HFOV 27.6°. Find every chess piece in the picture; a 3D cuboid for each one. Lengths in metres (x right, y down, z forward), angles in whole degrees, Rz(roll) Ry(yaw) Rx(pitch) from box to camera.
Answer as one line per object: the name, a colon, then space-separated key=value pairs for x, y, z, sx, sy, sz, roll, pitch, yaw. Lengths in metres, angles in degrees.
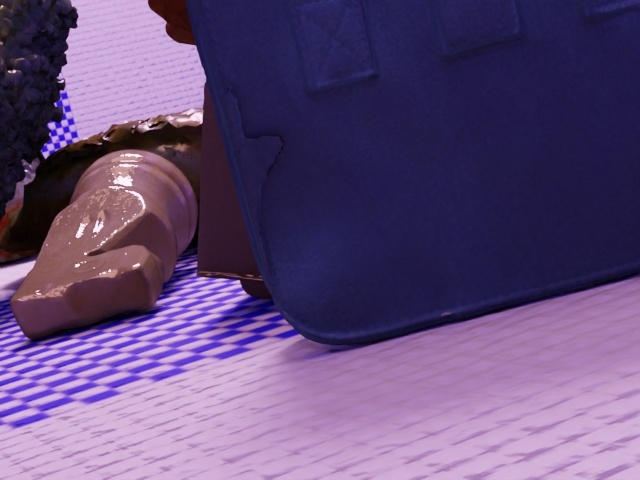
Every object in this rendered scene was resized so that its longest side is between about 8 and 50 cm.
chess piece: x=-0.135 y=0.008 z=0.839 sx=0.090 sy=0.090 sz=0.200 roll=-13 pitch=18 yaw=7

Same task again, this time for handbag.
handbag: x=0.071 y=-0.064 z=0.549 sx=0.229 sy=0.179 sz=0.062 roll=-16 pitch=7 yaw=-2

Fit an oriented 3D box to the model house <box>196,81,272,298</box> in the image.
model house: x=0.075 y=-0.061 z=0.713 sx=0.248 sy=0.176 sz=0.181 roll=4 pitch=10 yaw=10

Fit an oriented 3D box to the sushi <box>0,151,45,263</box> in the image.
sushi: x=-0.383 y=-0.040 z=1.435 sx=0.124 sy=0.130 sz=0.332 roll=-19 pitch=10 yaw=-40

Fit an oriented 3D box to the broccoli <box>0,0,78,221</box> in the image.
broccoli: x=-0.351 y=-0.077 z=0.969 sx=0.317 sy=0.339 sz=0.277 roll=5 pitch=21 yaw=-6

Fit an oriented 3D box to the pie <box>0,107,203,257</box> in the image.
pie: x=-0.108 y=-0.051 z=1.113 sx=0.354 sy=0.103 sz=0.288 roll=-12 pitch=1 yaw=18

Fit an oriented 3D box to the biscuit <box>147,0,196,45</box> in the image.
biscuit: x=0.019 y=-0.169 z=1.149 sx=0.312 sy=0.111 sz=0.318 roll=28 pitch=-4 yaw=-41
